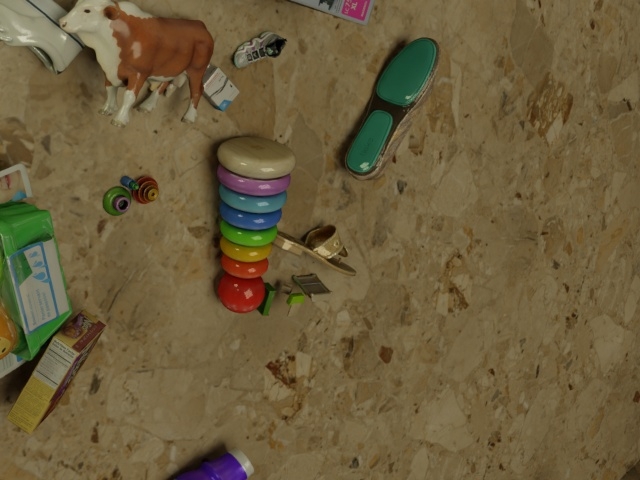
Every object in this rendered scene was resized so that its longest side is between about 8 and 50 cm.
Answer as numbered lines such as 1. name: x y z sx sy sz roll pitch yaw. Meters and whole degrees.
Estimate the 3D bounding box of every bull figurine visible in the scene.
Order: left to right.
1. bull figurine: -0.274 -0.278 1.432 0.310 0.101 0.188 -12 122 -58

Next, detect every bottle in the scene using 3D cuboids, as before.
1. bottle: -0.259 0.520 1.832 0.283 0.118 0.092 -35 128 -26

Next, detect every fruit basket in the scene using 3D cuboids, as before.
1. fruit basket: -0.529 0.097 1.336 0.353 0.165 0.327 -39 133 -49

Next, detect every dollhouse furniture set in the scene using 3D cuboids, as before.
1. dollhouse furniture set: -0.055 0.115 1.870 0.152 0.076 0.058 -3 123 -39

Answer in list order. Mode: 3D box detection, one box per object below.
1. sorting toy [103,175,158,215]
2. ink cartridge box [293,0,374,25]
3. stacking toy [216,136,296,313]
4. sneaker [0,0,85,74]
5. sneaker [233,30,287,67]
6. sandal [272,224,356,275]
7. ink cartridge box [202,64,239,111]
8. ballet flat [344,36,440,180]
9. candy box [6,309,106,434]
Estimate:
1. sorting toy: -0.314 -0.076 1.567 0.102 0.042 0.061 -31 126 -28
2. ink cartridge box: -0.081 -0.429 1.516 0.311 0.186 0.065 3 109 -42
3. stacking toy: -0.136 -0.017 1.709 0.141 0.141 0.330 -12 123 -38
4. sneaker: -0.438 -0.324 1.309 0.258 0.094 0.091 34 80 -45
5. sneaker: -0.101 -0.332 1.624 0.098 0.069 0.038 -43 131 -20
6. sandal: 0.004 0.003 1.855 0.240 0.088 0.079 21 100 -40
7. ink cartridge box: -0.184 -0.269 1.606 0.048 0.028 0.083 -53 134 -10
8. ballet flat: 0.150 -0.260 1.875 0.316 0.107 0.106 -58 155 2
9. candy box: -0.429 0.213 1.510 0.186 0.053 0.109 -54 -178 21
